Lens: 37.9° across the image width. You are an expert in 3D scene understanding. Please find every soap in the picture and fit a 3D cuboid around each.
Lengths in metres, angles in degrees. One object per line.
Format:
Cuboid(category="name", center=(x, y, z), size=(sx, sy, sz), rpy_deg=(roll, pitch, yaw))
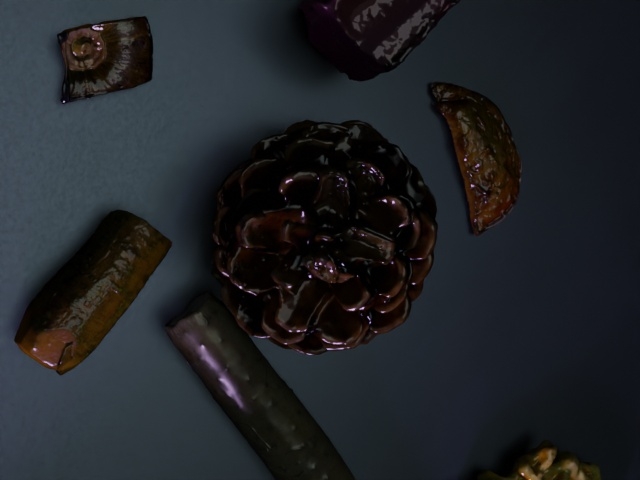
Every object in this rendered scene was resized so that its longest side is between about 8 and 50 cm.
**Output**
Cuboid(category="soap", center=(0.110, -0.297, 0.978), size=(0.289, 0.182, 0.112), rpy_deg=(-45, 107, -6))

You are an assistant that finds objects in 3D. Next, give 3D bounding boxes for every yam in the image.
Cuboid(category="yam", center=(-0.039, 0.216, 1.017), size=(0.083, 0.083, 0.372), rpy_deg=(-36, 108, -15))

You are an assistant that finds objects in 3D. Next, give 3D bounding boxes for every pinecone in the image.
Cuboid(category="pinecone", center=(0.009, -0.007, 0.928), size=(0.243, 0.257, 0.244), rpy_deg=(4, 77, -19))

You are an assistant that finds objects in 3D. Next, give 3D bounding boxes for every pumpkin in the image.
Cuboid(category="pumpkin", center=(-0.219, -0.183, 0.937), size=(0.101, 0.035, 0.073), rpy_deg=(-15, 111, -23))

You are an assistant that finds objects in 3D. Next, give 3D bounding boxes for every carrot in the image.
Cuboid(category="carrot", center=(-0.228, 0.050, 0.929), size=(0.082, 0.082, 0.173), rpy_deg=(42, 72, -19))

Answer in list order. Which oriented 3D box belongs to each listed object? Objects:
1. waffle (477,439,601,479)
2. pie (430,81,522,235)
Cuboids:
Cuboid(category="waffle", center=(0.258, 0.352, 1.156), size=(0.219, 0.057, 0.229), rpy_deg=(42, 79, -19))
Cuboid(category="pie", center=(0.196, -0.108, 1.107), size=(0.088, 0.033, 0.191), rpy_deg=(-24, 103, -22))
